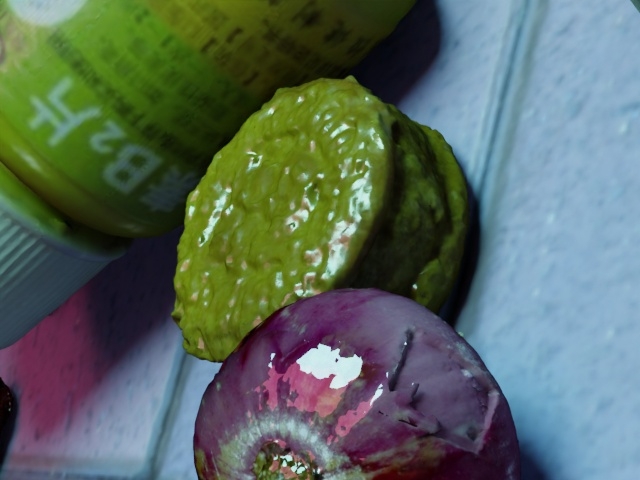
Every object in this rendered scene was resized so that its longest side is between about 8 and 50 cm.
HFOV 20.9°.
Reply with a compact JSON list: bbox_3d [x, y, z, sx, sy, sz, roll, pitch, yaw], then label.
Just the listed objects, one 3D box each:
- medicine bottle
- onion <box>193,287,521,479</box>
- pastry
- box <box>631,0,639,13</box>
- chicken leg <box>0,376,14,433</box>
[{"bbox_3d":[-0.140,-0.115,1.142,0.384,0.224,0.224,-41,39,18],"label":"medicine bottle"},{"bbox_3d":[0.018,0.113,0.891,0.177,0.153,0.177,-9,69,24],"label":"onion"},{"bbox_3d":[0.000,0.000,1.026,0.189,0.103,0.188,-30,45,35],"label":"pastry"},{"bbox_3d":[0.226,-0.130,0.740,0.135,0.243,0.163,-50,34,-7],"label":"box"},{"bbox_3d":[-0.296,0.186,1.289,0.053,0.093,0.205,110,-178,-69],"label":"chicken leg"}]
